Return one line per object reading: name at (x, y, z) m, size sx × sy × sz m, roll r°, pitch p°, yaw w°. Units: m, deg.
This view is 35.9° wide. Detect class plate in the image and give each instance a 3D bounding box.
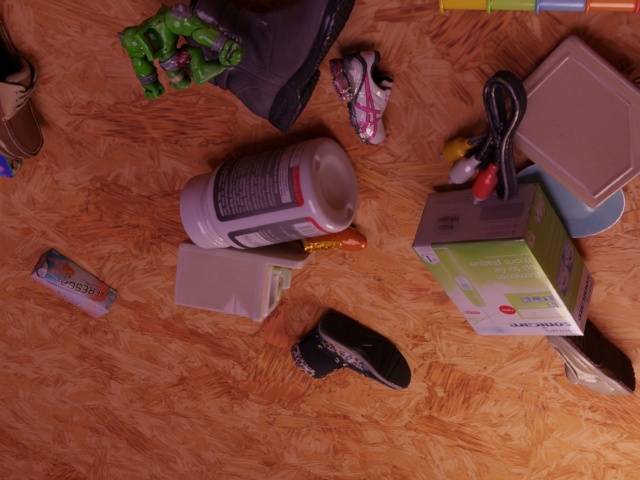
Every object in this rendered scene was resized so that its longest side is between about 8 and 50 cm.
plate at (0.402, -0.073, 1.616) m, size 0.188 × 0.024 × 0.188 m, roll 12°, pitch 143°, yaw 9°

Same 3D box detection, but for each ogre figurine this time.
ogre figurine at (-0.213, -0.279, 1.440) m, size 0.197 × 0.097 × 0.118 m, roll 6°, pitch 142°, yaw 50°

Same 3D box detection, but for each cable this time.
cable at (0.256, -0.137, 1.488) m, size 0.139 × 0.072 × 0.287 m, roll 54°, pitch 166°, yaw 13°

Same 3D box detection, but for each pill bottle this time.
pill bottle at (-0.092, -0.073, 1.704) m, size 0.283 × 0.161 × 0.161 m, roll -10°, pitch 135°, yaw 32°

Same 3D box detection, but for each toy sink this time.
toy sink at (-0.139, 0.069, 1.870) m, size 0.234 × 0.153 × 0.131 m, roll 8°, pitch 103°, yaw 9°

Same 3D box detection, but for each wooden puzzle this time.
wooden puzzle at (0.389, -0.172, 1.456) m, size 0.221 × 0.044 × 0.239 m, roll 39°, pitch 145°, yaw -3°

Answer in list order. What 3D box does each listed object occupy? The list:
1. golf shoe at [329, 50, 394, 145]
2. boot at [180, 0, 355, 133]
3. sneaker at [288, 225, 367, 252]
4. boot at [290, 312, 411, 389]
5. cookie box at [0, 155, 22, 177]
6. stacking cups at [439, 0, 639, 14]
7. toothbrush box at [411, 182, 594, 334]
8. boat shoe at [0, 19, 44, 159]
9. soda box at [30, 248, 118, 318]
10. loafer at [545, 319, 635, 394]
golf shoe at (0.079, -0.216, 1.530) m, size 0.086 × 0.067 × 0.186 m, roll -16°, pitch 142°, yaw 10°
boot at (-0.089, -0.318, 1.445) m, size 0.222 × 0.118 × 0.338 m, roll 31°, pitch 134°, yaw 0°
sneaker at (0.000, 0.000, 1.837) m, size 0.175 × 0.067 × 0.064 m, roll 9°, pitch 140°, yaw 10°
boot at (0.062, 0.259, 2.125) m, size 0.236 × 0.085 × 0.178 m, roll 35°, pitch 142°, yaw -11°
cookie box at (-0.636, -0.175, 1.898) m, size 0.091 × 0.040 × 0.107 m, roll 8°, pitch 142°, yaw 13°
stacking cups at (0.315, -0.341, 1.276) m, size 0.316 × 0.096 × 0.096 m, roll 3°, pitch 141°, yaw 11°
toothbrush box at (0.316, 0.040, 1.687) m, size 0.206 × 0.122 × 0.283 m, roll -3°, pitch 143°, yaw 35°
boat shoe at (-0.548, -0.269, 1.682) m, size 0.119 × 0.123 × 0.324 m, roll -2°, pitch 139°, yaw 17°
soda box at (-0.544, 0.098, 2.189) m, size 0.183 × 0.058 × 0.063 m, roll 37°, pitch 139°, yaw -24°
loafer at (0.499, 0.226, 1.888) m, size 0.092 × 0.102 × 0.268 m, roll -28°, pitch 125°, yaw 36°
